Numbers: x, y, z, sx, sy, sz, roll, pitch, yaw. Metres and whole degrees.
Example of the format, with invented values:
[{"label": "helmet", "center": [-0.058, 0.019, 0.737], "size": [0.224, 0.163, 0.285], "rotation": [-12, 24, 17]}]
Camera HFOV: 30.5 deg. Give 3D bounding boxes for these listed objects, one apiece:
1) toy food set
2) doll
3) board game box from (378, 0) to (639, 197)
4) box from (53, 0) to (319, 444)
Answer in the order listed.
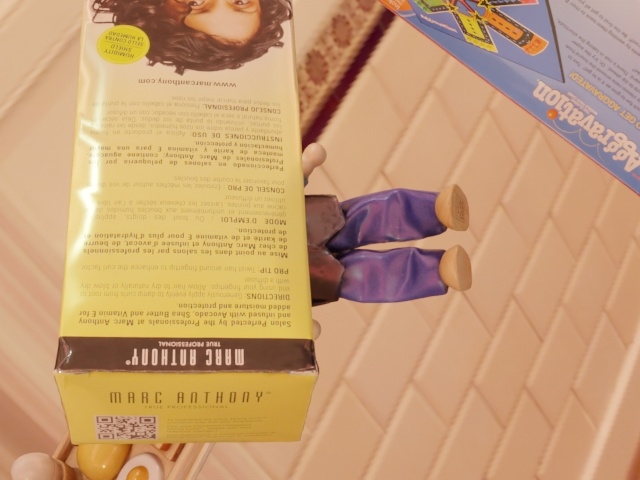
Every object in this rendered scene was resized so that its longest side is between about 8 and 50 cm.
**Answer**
[{"label": "toy food set", "center": [-0.227, 0.205, 1.249], "size": [0.220, 0.092, 0.306], "rotation": [29, 90, 47]}, {"label": "doll", "center": [0.000, 0.000, 0.754], "size": [0.189, 0.046, 0.129], "rotation": [-5, 84, 21]}, {"label": "board game box", "center": [0.165, -0.166, 0.825], "size": [0.145, 0.281, 0.027], "rotation": [-52, 4, 24]}, {"label": "box", "center": [-0.051, -0.040, 0.449], "size": [0.087, 0.058, 0.232], "rotation": [0, 58, -8]}]
